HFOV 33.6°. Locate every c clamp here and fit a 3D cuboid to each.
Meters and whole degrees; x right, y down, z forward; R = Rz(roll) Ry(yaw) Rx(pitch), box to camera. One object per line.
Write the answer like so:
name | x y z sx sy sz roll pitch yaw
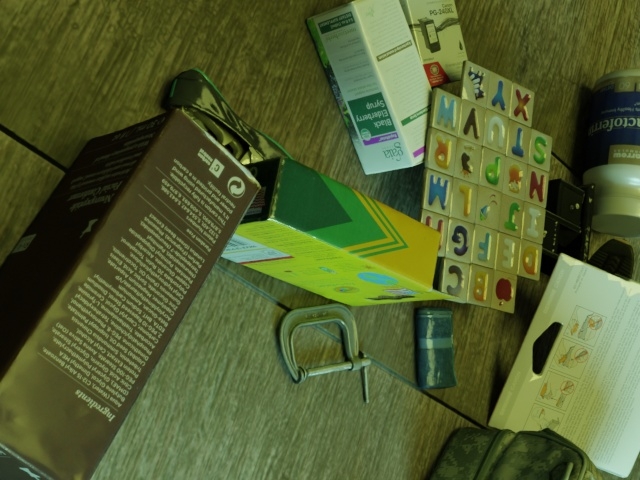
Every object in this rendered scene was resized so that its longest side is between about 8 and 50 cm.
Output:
c clamp | 0.009 0.152 1.404 0.161 0.022 0.137 3 83 -42

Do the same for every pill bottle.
pill bottle | 0.533 -0.147 1.820 0.153 0.153 0.264 23 70 -38

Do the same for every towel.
towel | 0.168 0.157 1.540 0.067 0.029 0.119 5 82 -41

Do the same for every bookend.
bookend | 0.364 -0.038 1.710 0.156 0.072 0.157 23 70 -37

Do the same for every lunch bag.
lunch bag | 0.327 0.418 1.499 0.305 0.256 0.212 53 55 -25

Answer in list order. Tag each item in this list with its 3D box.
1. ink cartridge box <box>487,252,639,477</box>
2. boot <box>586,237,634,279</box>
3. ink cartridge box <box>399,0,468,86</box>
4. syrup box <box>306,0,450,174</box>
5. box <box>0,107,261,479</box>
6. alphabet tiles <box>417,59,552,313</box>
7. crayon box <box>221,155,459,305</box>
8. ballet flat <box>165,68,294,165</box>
ink cartridge box | 0.422 0.193 1.669 0.261 0.066 0.296 22 94 -12
boot | 0.495 0.050 1.782 0.137 0.077 0.198 -42 153 -42
ink cartridge box | 0.151 -0.300 1.558 0.109 0.063 0.150 -19 98 -41
syrup box | 0.082 -0.218 1.466 0.096 0.093 0.236 -32 106 -40
box | -0.240 0.058 1.083 0.143 0.191 0.381 43 58 -29
alphabet tiles | 0.244 -0.074 1.534 0.285 0.011 0.342 15 79 -43
crayon box | 0.000 0.000 1.297 0.319 0.202 0.081 24 69 -38
ballet flat | -0.112 -0.120 1.299 0.203 0.074 0.074 44 58 -22
